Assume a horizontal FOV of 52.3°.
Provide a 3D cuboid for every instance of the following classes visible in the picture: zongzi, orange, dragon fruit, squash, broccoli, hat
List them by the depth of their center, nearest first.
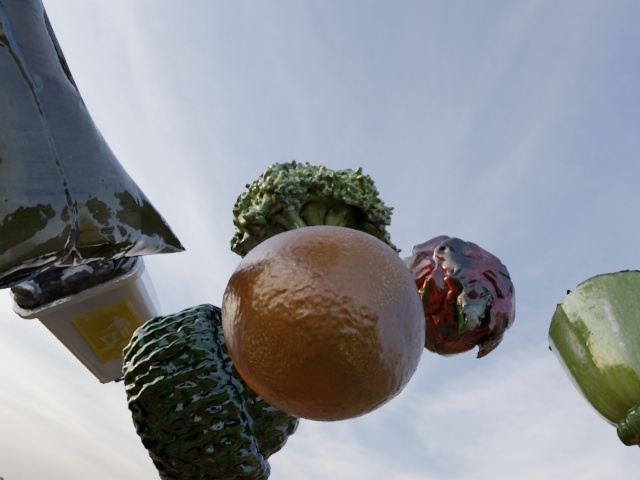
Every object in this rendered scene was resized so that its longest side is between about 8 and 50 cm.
[{"bbox_3d":[0.211,0.098,0.427,0.105,0.132,0.105,4,-57,7],"label":"squash"},{"bbox_3d":[0.001,0.076,0.631,0.206,0.206,0.206,18,-28,10],"label":"orange"},{"bbox_3d":[-0.303,-0.134,0.754,0.174,0.356,0.393,3,7,32],"label":"zongzi"},{"bbox_3d":[0.181,0.080,0.921,0.189,0.182,0.182,-9,-41,42],"label":"dragon fruit"},{"bbox_3d":[-0.092,0.205,0.931,0.242,0.332,0.274,-121,-168,-57],"label":"hat"},{"bbox_3d":[-0.003,-0.016,1.086,0.288,0.235,0.260,-1,-12,-15],"label":"broccoli"}]

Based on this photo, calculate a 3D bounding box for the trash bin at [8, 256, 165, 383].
[{"bbox_3d":[-0.458,0.095,1.357,0.367,0.256,0.296,77,-13,-46],"label":"trash bin"}]

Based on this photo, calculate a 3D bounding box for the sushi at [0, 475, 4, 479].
[{"bbox_3d":[-0.409,0.346,0.820,0.210,0.040,0.192,-4,-76,66],"label":"sushi"}]
